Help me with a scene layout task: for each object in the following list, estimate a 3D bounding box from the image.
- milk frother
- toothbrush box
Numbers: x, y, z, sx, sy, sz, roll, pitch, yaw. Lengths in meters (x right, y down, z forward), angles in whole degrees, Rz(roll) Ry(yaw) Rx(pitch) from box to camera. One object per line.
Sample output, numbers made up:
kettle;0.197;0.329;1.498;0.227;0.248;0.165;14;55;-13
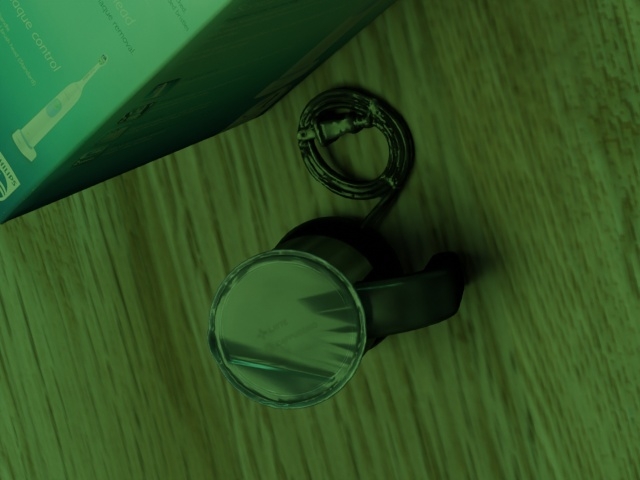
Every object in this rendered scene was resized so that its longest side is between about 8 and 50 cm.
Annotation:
milk frother;0.000;0.000;0.943;0.129;0.135;0.143;-28;92;13
toothbrush box;-0.044;-0.153;0.861;0.295;0.216;0.126;-35;84;44
